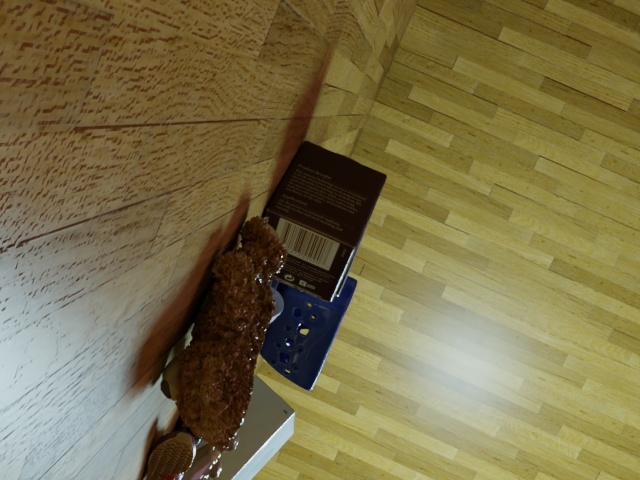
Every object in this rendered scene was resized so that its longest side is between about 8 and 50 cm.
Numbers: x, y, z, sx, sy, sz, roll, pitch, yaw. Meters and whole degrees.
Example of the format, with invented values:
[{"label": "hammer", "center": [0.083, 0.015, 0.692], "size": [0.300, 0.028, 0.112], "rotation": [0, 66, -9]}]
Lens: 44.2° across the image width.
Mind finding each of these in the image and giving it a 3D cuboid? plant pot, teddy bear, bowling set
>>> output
[{"label": "plant pot", "center": [-0.058, 0.185, 1.908], "size": [0.236, 0.212, 0.236], "rotation": [-62, 176, -71]}, {"label": "teddy bear", "center": [-0.132, 0.114, 1.080], "size": [0.245, 0.113, 0.338], "rotation": [125, -16, -61]}, {"label": "bowling set", "center": [-0.196, 0.499, 1.452], "size": [0.154, 0.200, 0.287], "rotation": [-33, 166, -43]}]

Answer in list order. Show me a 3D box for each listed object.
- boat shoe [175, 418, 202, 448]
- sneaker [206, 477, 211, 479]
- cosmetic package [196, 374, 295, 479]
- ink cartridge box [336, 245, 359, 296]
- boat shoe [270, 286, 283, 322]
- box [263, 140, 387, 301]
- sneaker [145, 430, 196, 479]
[{"label": "boat shoe", "center": [-0.217, 0.319, 1.405], "size": [0.083, 0.065, 0.183], "rotation": [-62, 176, -47]}, {"label": "sneaker", "center": [-0.321, 0.680, 2.226], "size": [0.290, 0.106, 0.123], "rotation": [113, -1, -51]}, {"label": "cosmetic package", "center": [-0.183, 0.465, 1.857], "size": [0.224, 0.138, 0.225], "rotation": [-44, 165, -21]}, {"label": "ink cartridge box", "center": [0.000, 0.000, 1.799], "size": [0.371, 0.175, 0.069], "rotation": [-61, 174, -69]}, {"label": "boat shoe", "center": [-0.142, 0.173, 1.633], "size": [0.076, 0.080, 0.228], "rotation": [-48, -170, 28]}, {"label": "box", "center": [-0.004, -0.035, 1.425], "size": [0.167, 0.168, 0.203], "rotation": [110, 5, -48]}, {"label": "sneaker", "center": [-0.237, 0.338, 1.262], "size": [0.084, 0.069, 0.185], "rotation": [-76, -168, -47]}]
